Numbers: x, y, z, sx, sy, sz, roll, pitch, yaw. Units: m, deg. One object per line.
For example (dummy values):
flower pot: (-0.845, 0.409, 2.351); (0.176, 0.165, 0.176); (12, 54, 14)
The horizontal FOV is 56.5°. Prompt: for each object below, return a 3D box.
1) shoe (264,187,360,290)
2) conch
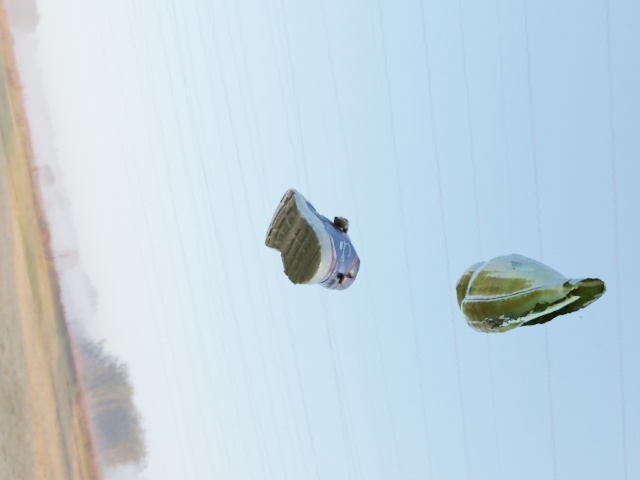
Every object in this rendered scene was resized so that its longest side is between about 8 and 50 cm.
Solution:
shoe: (0.000, 0.001, 0.875); (0.099, 0.126, 0.227); (-65, -154, 18)
conch: (0.182, 0.056, 0.577); (0.079, 0.095, 0.201); (61, -3, 2)
